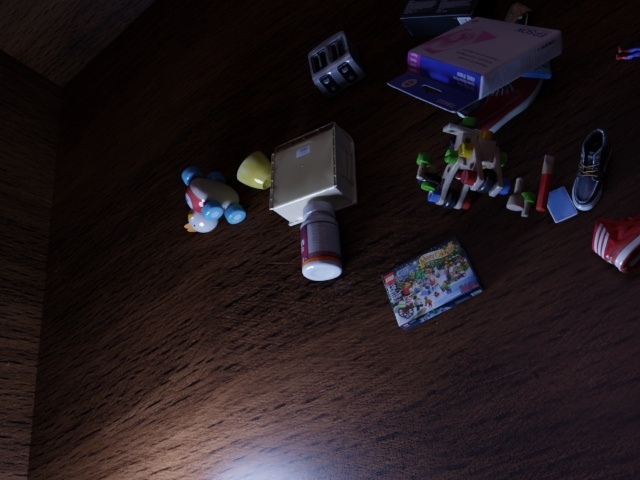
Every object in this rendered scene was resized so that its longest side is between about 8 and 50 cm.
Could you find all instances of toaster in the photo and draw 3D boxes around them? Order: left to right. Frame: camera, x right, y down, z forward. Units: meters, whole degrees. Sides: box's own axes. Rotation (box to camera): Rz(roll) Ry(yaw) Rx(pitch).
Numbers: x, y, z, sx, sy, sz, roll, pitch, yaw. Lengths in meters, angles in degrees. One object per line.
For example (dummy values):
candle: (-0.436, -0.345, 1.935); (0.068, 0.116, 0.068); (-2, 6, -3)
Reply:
toaster: (0.058, -0.631, 1.846); (0.168, 0.110, 0.185); (-24, 56, 25)

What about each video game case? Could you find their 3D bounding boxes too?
video game case: (0.549, -0.478, 1.389); (0.119, 0.015, 0.166); (9, 43, 12)

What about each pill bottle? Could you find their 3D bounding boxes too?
pill bottle: (0.000, 0.000, 1.583); (0.121, 0.121, 0.221); (-20, 58, 28)

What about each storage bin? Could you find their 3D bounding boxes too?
storage bin: (-0.027, -0.219, 1.708); (0.262, 0.123, 0.260); (-17, 59, 30)

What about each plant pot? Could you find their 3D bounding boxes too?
plant pot: (-0.219, -0.240, 1.869); (0.095, 0.134, 0.134); (40, 96, 17)

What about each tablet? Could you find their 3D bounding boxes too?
tablet: (0.583, -0.088, 1.264); (0.054, 0.006, 0.083); (-27, 56, 24)

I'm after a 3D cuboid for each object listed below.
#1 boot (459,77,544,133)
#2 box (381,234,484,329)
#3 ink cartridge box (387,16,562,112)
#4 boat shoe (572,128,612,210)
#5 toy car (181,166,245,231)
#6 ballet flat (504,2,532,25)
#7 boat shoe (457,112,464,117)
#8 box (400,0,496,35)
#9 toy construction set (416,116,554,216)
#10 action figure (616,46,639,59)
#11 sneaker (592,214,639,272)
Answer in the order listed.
boot: (0.478, -0.404, 1.381); (0.244, 0.176, 0.088); (-44, 48, 10)
box: (0.289, 0.112, 1.364); (0.233, 0.044, 0.159); (-32, 54, 21)
ink cartridge box: (0.384, -0.475, 1.359); (0.330, 0.071, 0.324); (-29, 37, -10)
boat shoe: (0.630, -0.167, 1.215); (0.065, 0.083, 0.183); (12, 77, 40)
toy car: (-0.438, -0.108, 1.926); (0.238, 0.210, 0.219); (-49, 60, 24)
ballet flat: (0.546, -0.589, 1.491); (0.067, 0.073, 0.206); (25, 89, 27)
boat shoe: (0.427, -0.511, 1.524); (0.114, 0.091, 0.302); (-14, 61, 31)
box: (0.413, -0.758, 1.646); (0.261, 0.103, 0.184); (19, 84, 41)
toy construction set: (0.417, -0.205, 1.297); (0.309, 0.257, 0.237); (12, 80, 16)
action figure: (0.793, -0.463, 1.272); (0.115, 0.030, 0.038); (13, 72, 38)
sneaker: (0.682, -0.043, 1.119); (0.221, 0.087, 0.128); (-40, 40, -1)
